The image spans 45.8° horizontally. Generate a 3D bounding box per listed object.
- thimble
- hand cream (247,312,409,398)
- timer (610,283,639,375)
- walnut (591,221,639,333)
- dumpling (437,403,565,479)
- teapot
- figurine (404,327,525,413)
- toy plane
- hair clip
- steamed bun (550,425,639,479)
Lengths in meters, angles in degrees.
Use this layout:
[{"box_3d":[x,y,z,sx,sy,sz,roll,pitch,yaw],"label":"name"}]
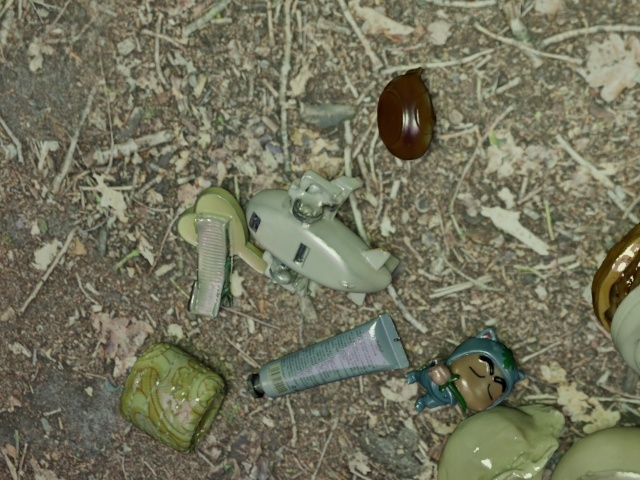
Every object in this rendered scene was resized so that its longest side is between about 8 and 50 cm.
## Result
[{"box_3d":[-0.254,0.276,1.295,0.144,0.137,0.190,29,125,9],"label":"thimble"},{"box_3d":[0.006,0.201,1.229,0.272,0.058,0.091,-22,87,20],"label":"hand cream"},{"box_3d":[0.513,0.097,0.946,0.237,0.087,0.262,37,112,-27],"label":"timer"},{"box_3d":[0.445,0.032,0.997,0.167,0.087,0.211,25,115,-18],"label":"walnut"},{"box_3d":[0.248,0.336,1.110,0.258,0.193,0.147,-41,89,31],"label":"dumpling"},{"box_3d":[0.128,-0.176,1.057,0.098,0.078,0.129,-2,93,60],"label":"teapot"},{"box_3d":[0.202,0.212,1.120,0.178,0.144,0.114,-27,87,35],"label":"figurine"},{"box_3d":[0.000,0.000,1.136,0.245,0.117,0.244,17,128,23],"label":"toy plane"},{"box_3d":[-0.159,0.019,1.217,0.159,0.071,0.218,10,116,9],"label":"hair clip"},{"box_3d":[0.447,0.358,1.075,0.232,0.145,0.231,13,124,20],"label":"steamed bun"}]
